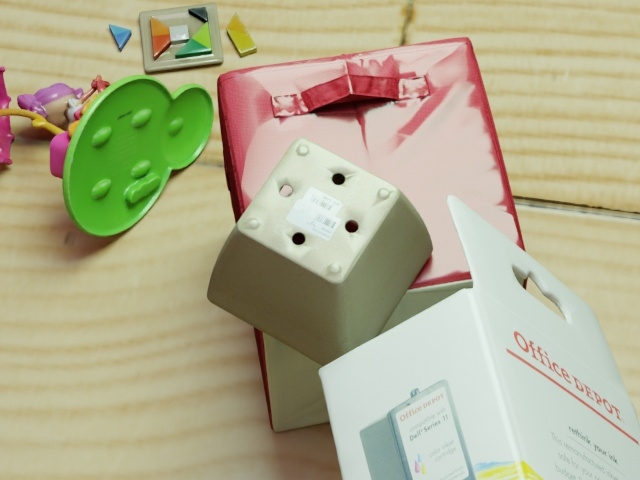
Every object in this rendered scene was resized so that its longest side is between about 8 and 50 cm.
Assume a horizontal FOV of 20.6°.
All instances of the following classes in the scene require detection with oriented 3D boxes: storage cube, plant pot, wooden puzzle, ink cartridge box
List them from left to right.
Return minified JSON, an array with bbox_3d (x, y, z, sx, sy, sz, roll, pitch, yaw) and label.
[{"bbox_3d":[-0.118,-0.175,1.496,0.116,0.014,0.079,-13,54,-6],"label":"wooden puzzle"},{"bbox_3d":[0.000,0.000,1.077,0.109,0.096,0.109,29,69,13],"label":"plant pot"},{"bbox_3d":[0.033,-0.002,1.241,0.183,0.215,0.193,-9,60,-4],"label":"storage cube"},{"bbox_3d":[0.117,0.170,1.029,0.119,0.207,0.353,-30,49,23],"label":"ink cartridge box"}]

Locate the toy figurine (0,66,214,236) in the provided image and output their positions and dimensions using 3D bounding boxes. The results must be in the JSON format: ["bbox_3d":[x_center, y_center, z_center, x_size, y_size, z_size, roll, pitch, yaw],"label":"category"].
[{"bbox_3d":[-0.198,-0.098,1.396,0.159,0.130,0.173,23,36,30],"label":"toy figurine"}]
